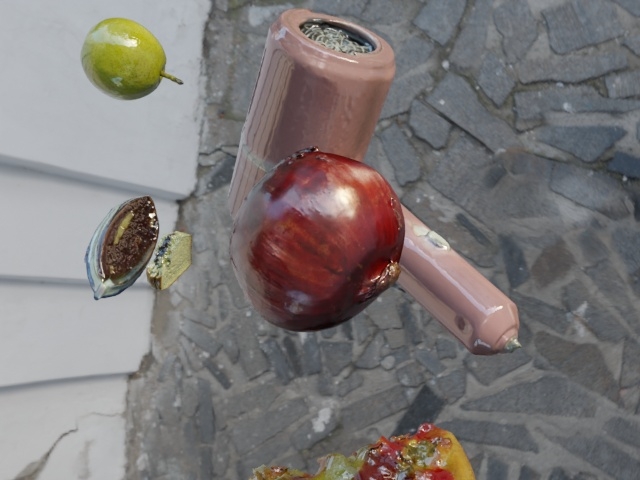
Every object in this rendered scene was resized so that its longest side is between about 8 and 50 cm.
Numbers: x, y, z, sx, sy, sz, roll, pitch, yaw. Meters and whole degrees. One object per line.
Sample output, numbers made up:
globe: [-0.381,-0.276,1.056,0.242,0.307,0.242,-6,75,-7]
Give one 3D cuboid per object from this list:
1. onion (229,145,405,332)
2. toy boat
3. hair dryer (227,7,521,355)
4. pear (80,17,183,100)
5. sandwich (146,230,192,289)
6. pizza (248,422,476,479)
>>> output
onion: [0.000,0.000,0.445,0.131,0.131,0.131,-3,83,29]
toy boat: [-0.387,0.013,1.237,0.115,0.114,0.261,-33,32,47]
hair dryer: [0.058,-0.039,0.581,0.352,0.125,0.210,44,132,30]
pear: [-0.392,-0.373,1.350,0.216,0.180,0.166,16,72,-12]
sandwich: [-0.265,0.033,1.119,0.036,0.105,0.093,21,135,15]
pizza: [0.054,0.438,1.015,0.407,0.439,0.130,7,120,7]
